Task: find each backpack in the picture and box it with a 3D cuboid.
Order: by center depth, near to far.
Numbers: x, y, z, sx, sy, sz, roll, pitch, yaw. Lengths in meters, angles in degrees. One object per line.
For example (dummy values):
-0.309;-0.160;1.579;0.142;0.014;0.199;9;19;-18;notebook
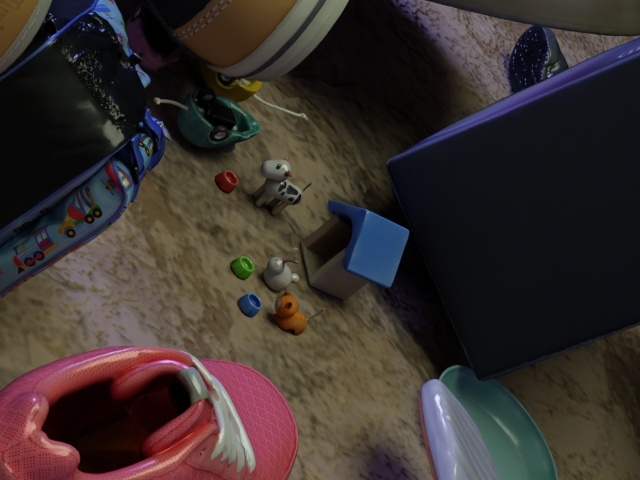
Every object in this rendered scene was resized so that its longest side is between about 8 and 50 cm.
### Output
-0.160;-0.062;1.062;0.117;0.158;0.173;53;16;-14;backpack

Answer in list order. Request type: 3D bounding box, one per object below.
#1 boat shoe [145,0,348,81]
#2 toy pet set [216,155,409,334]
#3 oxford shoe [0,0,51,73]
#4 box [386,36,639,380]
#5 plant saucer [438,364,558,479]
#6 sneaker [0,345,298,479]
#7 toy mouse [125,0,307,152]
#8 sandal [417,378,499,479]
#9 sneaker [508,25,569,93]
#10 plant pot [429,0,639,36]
-0.084;-0.310;1.399;0.156;0.187;0.500;29;33;-28;boat shoe
0.000;0.000;1.293;0.114;0.065;0.122;24;39;-39;toy pet set
-0.207;-0.207;1.030;0.130;0.169;0.449;37;20;-27;oxford shoe
0.249;-0.057;1.416;0.182;0.296;0.294;66;24;-2;box
0.115;0.141;1.337;0.119;0.021;0.119;35;32;-26;plant saucer
-0.083;0.108;0.980;0.314;0.136;0.116;-11;66;-58;sneaker
-0.092;-0.107;1.320;0.161;0.031;0.143;47;29;-7;toy mouse
0.079;0.204;1.164;0.102;0.076;0.265;49;21;-42;sandal
0.220;-0.112;1.750;0.089;0.051;0.170;31;39;-32;sneaker
0.128;-0.333;1.500;0.323;0.280;0.323;12;13;-3;plant pot
